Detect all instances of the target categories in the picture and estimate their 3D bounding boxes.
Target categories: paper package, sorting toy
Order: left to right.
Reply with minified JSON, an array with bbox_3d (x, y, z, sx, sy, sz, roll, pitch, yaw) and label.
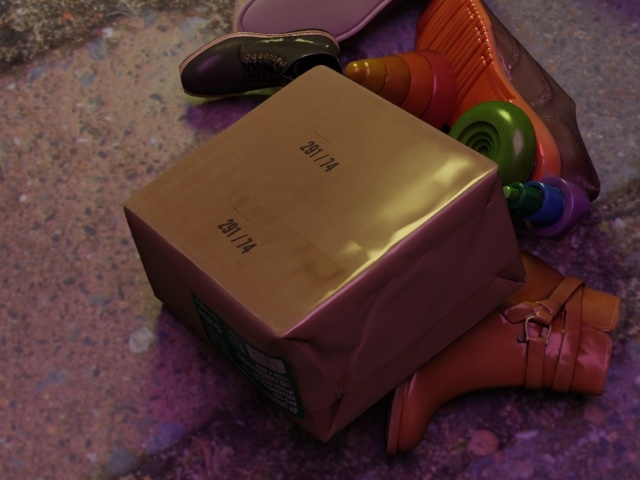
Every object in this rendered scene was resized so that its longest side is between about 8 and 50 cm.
[{"bbox_3d":[0.000,0.000,1.430,0.309,0.168,0.325,-37,44,-17],"label":"paper package"},{"bbox_3d":[0.140,-0.119,1.503,0.365,0.126,0.127,45,111,43],"label":"sorting toy"}]

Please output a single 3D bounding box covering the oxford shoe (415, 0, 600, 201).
[{"bbox_3d":[0.221,-0.176,1.638,0.133,0.130,0.363,7,48,-35],"label":"oxford shoe"}]

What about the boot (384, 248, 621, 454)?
[{"bbox_3d":[0.198,0.137,1.472,0.220,0.109,0.283,21,56,5],"label":"boot"}]

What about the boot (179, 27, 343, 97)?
[{"bbox_3d":[-0.071,-0.206,1.604,0.198,0.076,0.137,-16,19,0],"label":"boot"}]

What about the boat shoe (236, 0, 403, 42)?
[{"bbox_3d":[0.050,-0.328,1.708,0.335,0.095,0.112,-28,98,1],"label":"boat shoe"}]
